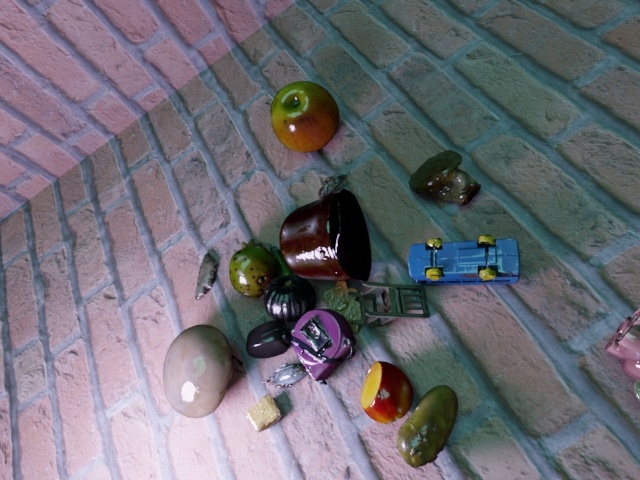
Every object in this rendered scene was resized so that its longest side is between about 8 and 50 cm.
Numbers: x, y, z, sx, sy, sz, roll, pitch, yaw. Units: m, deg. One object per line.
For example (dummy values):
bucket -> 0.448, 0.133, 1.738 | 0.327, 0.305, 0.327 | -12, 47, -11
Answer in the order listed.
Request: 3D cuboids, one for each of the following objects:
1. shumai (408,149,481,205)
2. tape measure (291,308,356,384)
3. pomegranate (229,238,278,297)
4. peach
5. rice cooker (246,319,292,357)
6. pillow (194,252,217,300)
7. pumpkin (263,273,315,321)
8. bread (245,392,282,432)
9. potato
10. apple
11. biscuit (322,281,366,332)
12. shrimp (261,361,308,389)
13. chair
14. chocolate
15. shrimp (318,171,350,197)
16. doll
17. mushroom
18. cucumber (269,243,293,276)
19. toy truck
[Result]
shumai -> 0.509, -0.233, 1.807 | 0.222, 0.204, 0.272 | -45, 22, -5
tape measure -> 0.012, 0.385, 1.669 | 0.232, 0.149, 0.245 | -51, 60, 8
pomegranate -> -0.291, 0.127, 1.927 | 0.230, 0.231, 0.286 | -35, 13, 3
peach -> 0.219, 0.520, 1.505 | 0.190, 0.190, 0.192 | -37, 76, 2
rice cooker -> -0.205, 0.401, 1.771 | 0.203, 0.142, 0.118 | -23, 47, 7
pillow -> -0.539, 0.168, 2.077 | 0.093, 0.051, 0.241 | -5, 61, 20
pumpkin -> -0.127, 0.236, 1.782 | 0.220, 0.162, 0.220 | -3, 23, 1
bread -> -0.216, 0.668, 1.680 | 0.125, 0.082, 0.106 | -35, 67, -9
potato -> 0.361, 0.602, 1.427 | 0.141, 0.176, 0.298 | 34, 58, 26
apple -> -0.080, -0.604, 2.120 | 0.339, 0.339, 0.340 | -9, 62, 18
biscuit -> 0.103, 0.270, 1.767 | 0.166, 0.036, 0.225 | -40, 59, 4
shrimp -> -0.143, 0.531, 1.721 | 0.232, 0.079, 0.090 | -22, 97, 17
chair -> 0.256, 0.248, 1.674 | 0.270, 0.147, 0.136 | 6, 62, -23
chocolate -> 0.000, 0.000, 1.755 | 0.331, 0.384, 0.384 | -11, 62, 19
shrimp -> 0.065, -0.263, 2.030 | 0.190, 0.075, 0.073 | -33, 24, -7
doll -> 0.989, 0.345, 1.255 | 0.268, 0.216, 0.284 | 36, 80, 26
mushroom -> -0.468, 0.525, 1.769 | 0.362, 0.294, 0.363 | -17, 67, 46
cucumber -> -0.173, 0.101, 1.955 | 0.056, 0.056, 0.250 | -34, 60, 4
toy truck -> 0.523, 0.086, 1.608 | 0.384, 0.162, 0.161 | -4, 64, 22
